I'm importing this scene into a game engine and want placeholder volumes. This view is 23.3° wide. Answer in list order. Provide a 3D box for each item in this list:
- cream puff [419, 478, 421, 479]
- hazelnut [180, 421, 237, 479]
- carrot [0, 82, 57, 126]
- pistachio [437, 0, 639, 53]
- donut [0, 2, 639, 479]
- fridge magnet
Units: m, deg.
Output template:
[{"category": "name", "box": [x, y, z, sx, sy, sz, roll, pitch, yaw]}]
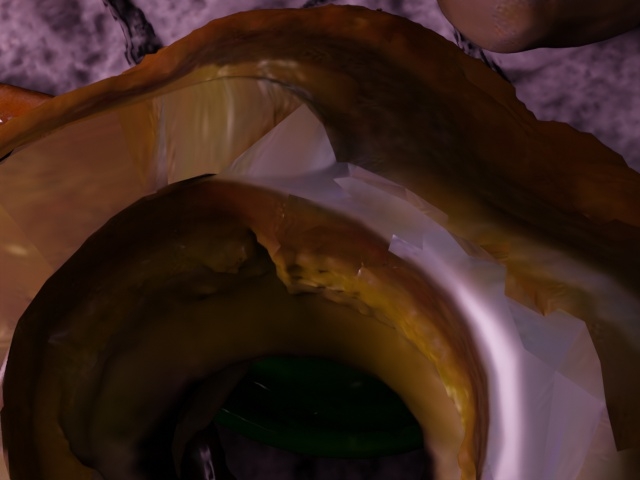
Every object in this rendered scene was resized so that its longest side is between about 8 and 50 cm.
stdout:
[{"category": "cream puff", "box": [0.128, 0.169, 0.600, 0.240, 0.164, 0.240, -2, 67, 5]}, {"category": "hazelnut", "box": [-0.127, 0.095, 0.667, 0.170, 0.160, 0.202, -47, 58, -7]}, {"category": "carrot", "box": [-0.189, -0.071, 0.799, 0.248, 0.043, 0.043, 19, 76, 18]}, {"category": "pistachio", "box": [0.117, -0.194, 0.736, 0.153, 0.138, 0.238, -1, 66, 47]}, {"category": "donut", "box": [-0.010, 0.065, 0.502, 0.330, 0.160, 0.330, -4, 62, 8]}, {"category": "fridge magnet", "box": [0.000, 0.000, 0.685, 0.208, 0.088, 0.208, 12, 51, -15]}]
